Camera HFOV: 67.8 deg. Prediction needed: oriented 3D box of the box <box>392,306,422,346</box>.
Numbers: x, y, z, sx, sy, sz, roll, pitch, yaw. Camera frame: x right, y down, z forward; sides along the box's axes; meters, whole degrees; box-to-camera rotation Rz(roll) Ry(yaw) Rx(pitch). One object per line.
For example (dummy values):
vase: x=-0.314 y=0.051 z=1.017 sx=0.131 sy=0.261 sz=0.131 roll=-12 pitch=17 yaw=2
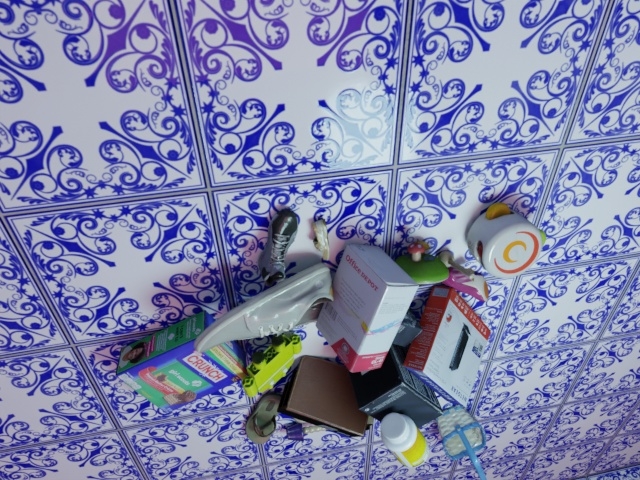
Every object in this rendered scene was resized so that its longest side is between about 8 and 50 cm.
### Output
box: x=0.223 y=0.246 z=1.555 sx=0.158 sy=0.156 sz=0.093 roll=22 pitch=118 yaw=-34

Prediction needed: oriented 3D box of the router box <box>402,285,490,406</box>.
router box: x=0.448 y=0.369 z=1.647 sx=0.335 sy=0.082 sz=0.301 roll=42 pitch=64 yaw=-37

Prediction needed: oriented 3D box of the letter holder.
letter holder: x=0.024 y=0.572 z=1.764 sx=0.301 sy=0.215 sz=0.152 roll=22 pitch=153 yaw=-8

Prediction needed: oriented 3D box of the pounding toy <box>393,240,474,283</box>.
pounding toy: x=0.321 y=0.051 z=1.443 sx=0.236 sy=0.183 sz=0.110 roll=-5 pitch=103 yaw=-11

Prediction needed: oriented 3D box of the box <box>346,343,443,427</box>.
box: x=0.239 y=0.470 z=1.655 sx=0.182 sy=0.296 sz=0.294 roll=-37 pitch=128 yaw=16

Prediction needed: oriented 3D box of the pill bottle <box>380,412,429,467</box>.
pill bottle: x=0.266 y=0.635 z=1.527 sx=0.117 sy=0.117 sz=0.215 roll=-26 pitch=131 yaw=7

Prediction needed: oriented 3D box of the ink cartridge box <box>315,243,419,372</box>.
ink cartridge box: x=0.128 y=0.196 z=1.412 sx=0.131 sy=0.226 sz=0.306 roll=5 pitch=118 yaw=-34

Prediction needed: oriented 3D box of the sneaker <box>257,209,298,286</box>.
sneaker: x=-0.110 y=0.037 z=1.320 sx=0.086 sy=0.132 sz=0.229 roll=9 pitch=126 yaw=-21

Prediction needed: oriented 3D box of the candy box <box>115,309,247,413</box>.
candy box: x=-0.436 y=0.397 z=1.538 sx=0.317 sy=0.122 sz=0.268 roll=-26 pitch=130 yaw=6

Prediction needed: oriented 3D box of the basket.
basket: x=0.642 y=0.899 z=2.112 sx=0.200 sy=0.289 sz=0.255 roll=-23 pitch=131 yaw=5

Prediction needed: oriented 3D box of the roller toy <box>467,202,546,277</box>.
roller toy: x=0.553 y=0.002 z=1.454 sx=0.209 sy=0.146 sz=0.191 roll=28 pitch=108 yaw=-25

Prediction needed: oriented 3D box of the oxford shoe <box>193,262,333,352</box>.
oxford shoe: x=-0.149 y=0.216 z=1.374 sx=0.449 sy=0.130 sz=0.169 roll=-27 pitch=172 yaw=-13

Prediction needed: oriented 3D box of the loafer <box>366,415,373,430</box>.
loafer: x=0.183 y=0.811 z=2.081 sx=0.056 sy=0.050 sz=0.148 roll=13 pitch=124 yaw=-24

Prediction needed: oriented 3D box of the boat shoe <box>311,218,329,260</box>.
boat shoe: x=0.000 y=0.000 z=1.377 sx=0.045 sy=0.050 sz=0.136 roll=-10 pitch=120 yaw=-2

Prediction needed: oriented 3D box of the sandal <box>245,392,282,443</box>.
sandal: x=-0.221 y=0.715 z=1.875 sx=0.120 sy=0.086 sz=0.303 roll=6 pitch=127 yaw=-19

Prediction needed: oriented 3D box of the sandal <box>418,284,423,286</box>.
sandal: x=0.293 y=0.127 z=1.547 sx=0.180 sy=0.049 sz=0.072 roll=-23 pitch=147 yaw=28

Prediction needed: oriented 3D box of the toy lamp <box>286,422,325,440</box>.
toy lamp: x=-0.006 y=0.786 z=1.994 sx=0.274 sy=0.080 sz=0.080 roll=-6 pitch=130 yaw=-9

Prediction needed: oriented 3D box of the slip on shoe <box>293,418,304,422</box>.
slip on shoe: x=0.050 y=0.646 z=1.874 sx=0.330 sy=0.123 sz=0.101 roll=-3 pitch=125 yaw=-6

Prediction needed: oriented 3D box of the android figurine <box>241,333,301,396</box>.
android figurine: x=-0.161 y=0.419 z=1.599 sx=0.248 sy=0.056 sz=0.273 roll=-39 pitch=151 yaw=-26

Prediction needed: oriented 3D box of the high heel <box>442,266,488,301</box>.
high heel: x=0.491 y=0.156 z=1.627 sx=0.117 sy=0.082 sz=0.244 roll=-9 pitch=155 yaw=36

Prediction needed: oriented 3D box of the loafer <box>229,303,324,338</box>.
loafer: x=-0.132 y=0.254 z=1.504 sx=0.319 sy=0.112 sz=0.112 roll=-9 pitch=130 yaw=-7
